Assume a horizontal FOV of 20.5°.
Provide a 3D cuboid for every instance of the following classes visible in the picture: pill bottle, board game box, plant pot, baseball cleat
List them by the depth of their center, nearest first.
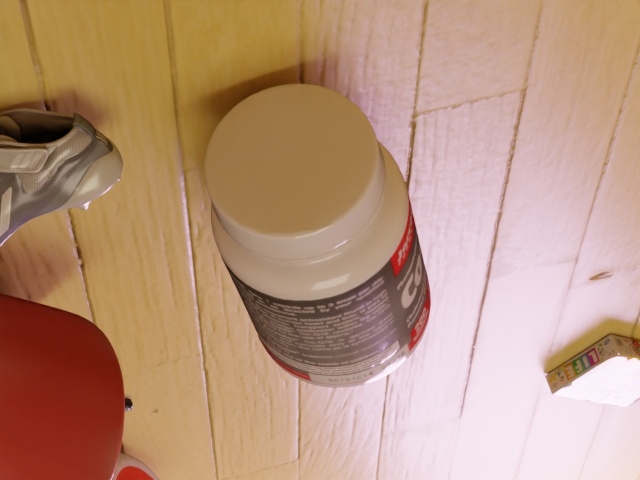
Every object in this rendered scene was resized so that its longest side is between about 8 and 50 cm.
[{"bbox_3d":[-0.256,-0.043,1.358,0.206,0.072,0.109,-28,135,14],"label":"baseball cleat"},{"bbox_3d":[-0.340,0.144,1.455,0.275,0.275,0.243,-33,138,26],"label":"plant pot"},{"bbox_3d":[0.000,0.000,1.465,0.161,0.161,0.283,-18,153,0],"label":"pill bottle"},{"bbox_3d":[0.353,0.156,2.095,0.154,0.026,0.103,13,140,-44],"label":"board game box"}]

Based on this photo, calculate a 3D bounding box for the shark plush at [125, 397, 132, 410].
[{"bbox_3d":[-0.270,0.179,1.779,0.161,0.073,0.067,-29,178,-24],"label":"shark plush"}]

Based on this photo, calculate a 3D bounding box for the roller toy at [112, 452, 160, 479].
[{"bbox_3d":[-0.238,0.339,1.900,0.146,0.191,0.209,-26,107,17],"label":"roller toy"}]
